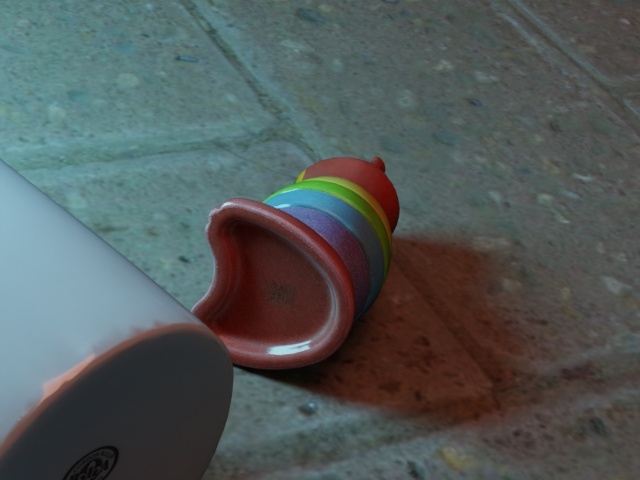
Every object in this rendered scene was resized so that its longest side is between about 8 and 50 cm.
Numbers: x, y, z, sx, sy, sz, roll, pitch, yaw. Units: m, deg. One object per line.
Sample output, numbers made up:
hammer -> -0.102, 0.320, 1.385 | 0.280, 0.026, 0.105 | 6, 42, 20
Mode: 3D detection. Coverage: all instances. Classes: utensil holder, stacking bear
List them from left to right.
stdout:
utensil holder -> -0.307, 0.088, 1.210 | 0.385, 0.327, 0.328 | 34, 40, 26
stacking bear -> 0.000, 0.000, 1.583 | 0.164, 0.175, 0.289 | 18, 28, 11
